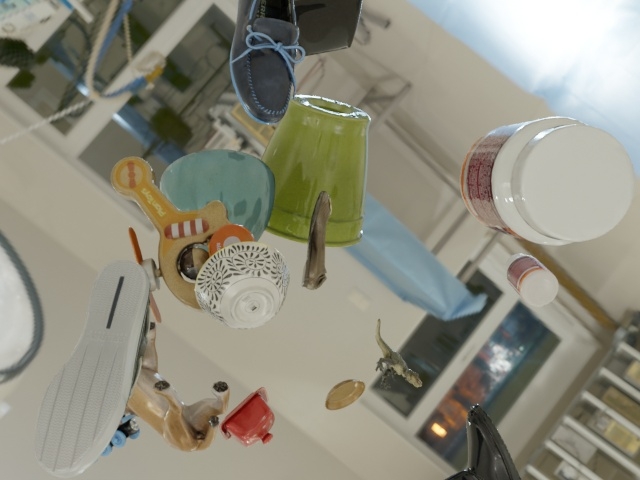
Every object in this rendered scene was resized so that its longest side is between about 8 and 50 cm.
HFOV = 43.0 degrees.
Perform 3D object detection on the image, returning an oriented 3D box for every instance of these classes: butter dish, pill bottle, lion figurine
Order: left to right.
[{"bbox_3d":[-0.309,0.309,1.569,0.392,0.142,0.240,39,136,38],"label":"lion figurine"},{"bbox_3d":[-0.174,0.489,2.151,0.118,0.160,0.160,43,162,20],"label":"butter dish"},{"bbox_3d":[0.472,0.084,1.839,0.086,0.086,0.152,41,-171,-17],"label":"pill bottle"},{"bbox_3d":[0.402,-0.108,1.484,0.224,0.224,0.392,40,-177,-5],"label":"pill bottle"}]

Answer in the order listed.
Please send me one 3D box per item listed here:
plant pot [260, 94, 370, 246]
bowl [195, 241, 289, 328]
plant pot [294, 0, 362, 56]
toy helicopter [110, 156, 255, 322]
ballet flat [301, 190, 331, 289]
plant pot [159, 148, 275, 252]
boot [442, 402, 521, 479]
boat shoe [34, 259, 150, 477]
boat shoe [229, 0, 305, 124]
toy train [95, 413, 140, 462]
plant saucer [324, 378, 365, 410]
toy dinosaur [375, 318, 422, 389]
[{"bbox_3d":[-0.011,-0.215,2.318,0.366,0.353,0.366,14,-161,-5],"label":"plant pot"},{"bbox_3d":[-0.123,0.094,1.390,0.170,0.170,0.080,44,-172,-35],"label":"bowl"},{"bbox_3d":[-0.007,-0.542,1.905,0.188,0.188,0.167,-109,10,-47],"label":"plant pot"},{"bbox_3d":[-0.286,-0.009,1.528,0.355,0.235,0.140,48,174,15],"label":"toy helicopter"},{"bbox_3d":[0.000,0.000,1.953,0.058,0.250,0.084,10,159,-5],"label":"ballet flat"},{"bbox_3d":[-0.250,-0.059,2.005,0.290,0.290,0.196,49,-152,-52],"label":"plant pot"},{"bbox_3d":[0.306,0.498,1.725,0.094,0.207,0.247,-152,36,-84],"label":"boot"},{"bbox_3d":[-0.318,0.198,1.228,0.121,0.335,0.119,10,153,13],"label":"boat shoe"},{"bbox_3d":[-0.082,-0.300,1.185,0.108,0.259,0.089,2,162,-33],"label":"boat shoe"},{"bbox_3d":[-0.501,0.442,1.884,0.105,0.184,0.080,59,-155,4],"label":"toy train"},{"bbox_3d":[0.042,0.276,1.473,0.015,0.083,0.083,56,-176,36],"label":"plant saucer"},{"bbox_3d":[0.213,0.377,2.495,0.064,0.118,0.268,-9,124,45],"label":"toy dinosaur"}]
